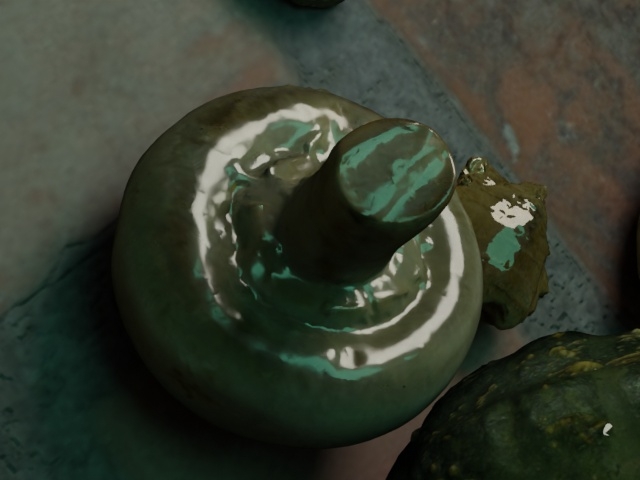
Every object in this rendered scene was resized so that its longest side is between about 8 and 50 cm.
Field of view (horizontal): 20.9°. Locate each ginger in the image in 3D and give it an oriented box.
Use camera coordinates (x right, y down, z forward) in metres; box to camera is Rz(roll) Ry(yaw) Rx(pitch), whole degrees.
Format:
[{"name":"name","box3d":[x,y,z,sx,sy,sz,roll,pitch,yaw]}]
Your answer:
[{"name":"ginger","box3d":[0.085,0.027,1.064,0.096,0.067,0.165,47,64,-11]}]

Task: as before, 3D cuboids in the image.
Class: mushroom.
[{"name":"mushroom","box3d":[0.000,0.000,0.907,0.207,0.215,0.207,9,64,-18]}]

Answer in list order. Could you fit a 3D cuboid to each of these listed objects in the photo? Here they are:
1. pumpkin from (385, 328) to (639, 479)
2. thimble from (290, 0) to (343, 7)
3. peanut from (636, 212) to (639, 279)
[{"name":"pumpkin","box3d":[0.185,0.193,0.918,0.328,0.291,0.257,45,19,-24]},{"name":"thimble","box3d":[-0.008,-0.198,1.089,0.110,0.062,0.084,19,62,-29]},{"name":"peanut","box3d":[0.315,-0.047,1.218,0.147,0.147,0.319,43,49,-14]}]
